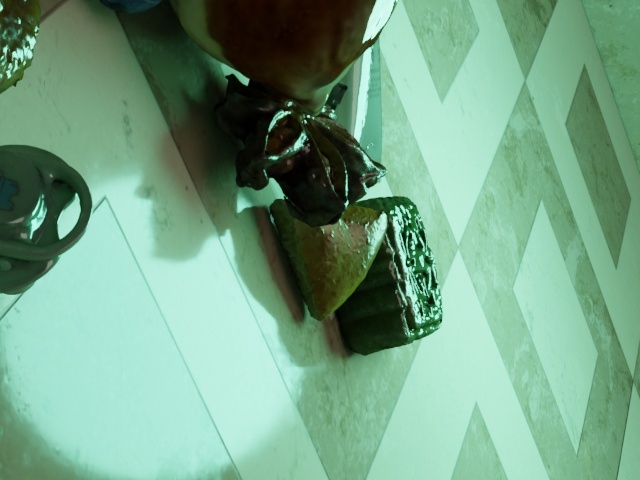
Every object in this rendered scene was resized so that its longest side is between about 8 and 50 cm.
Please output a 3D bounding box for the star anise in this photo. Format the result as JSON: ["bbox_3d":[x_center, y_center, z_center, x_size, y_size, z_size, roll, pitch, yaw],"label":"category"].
[{"bbox_3d":[-0.027,-0.095,1.709,0.220,0.099,0.214,20,37,-42],"label":"star anise"}]

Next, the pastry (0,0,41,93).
[{"bbox_3d":[-0.287,-0.201,1.200,0.182,0.093,0.192,44,38,-55],"label":"pastry"}]

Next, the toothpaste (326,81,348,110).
[{"bbox_3d":[-0.044,-0.206,1.731,0.170,0.045,0.028,37,49,4],"label":"toothpaste"}]

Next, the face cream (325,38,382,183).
[{"bbox_3d":[0.040,-0.220,1.978,0.143,0.089,0.314,-23,106,-68],"label":"face cream"}]

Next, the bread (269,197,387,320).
[{"bbox_3d":[0.008,0.023,1.764,0.154,0.054,0.136,9,88,-31],"label":"bread"}]

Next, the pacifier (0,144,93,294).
[{"bbox_3d":[-0.235,-0.003,1.208,0.116,0.126,0.150,87,1,-47],"label":"pacifier"}]

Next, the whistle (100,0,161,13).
[{"bbox_3d":[-0.175,-0.262,1.503,0.158,0.090,0.090,-37,111,-66],"label":"whistle"}]

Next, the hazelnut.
[{"bbox_3d":[-0.034,-0.245,1.591,0.241,0.261,0.261,63,25,-12],"label":"hazelnut"}]

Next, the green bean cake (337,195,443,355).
[{"bbox_3d":[0.081,0.038,1.916,0.185,0.094,0.183,-6,82,-72],"label":"green bean cake"}]
